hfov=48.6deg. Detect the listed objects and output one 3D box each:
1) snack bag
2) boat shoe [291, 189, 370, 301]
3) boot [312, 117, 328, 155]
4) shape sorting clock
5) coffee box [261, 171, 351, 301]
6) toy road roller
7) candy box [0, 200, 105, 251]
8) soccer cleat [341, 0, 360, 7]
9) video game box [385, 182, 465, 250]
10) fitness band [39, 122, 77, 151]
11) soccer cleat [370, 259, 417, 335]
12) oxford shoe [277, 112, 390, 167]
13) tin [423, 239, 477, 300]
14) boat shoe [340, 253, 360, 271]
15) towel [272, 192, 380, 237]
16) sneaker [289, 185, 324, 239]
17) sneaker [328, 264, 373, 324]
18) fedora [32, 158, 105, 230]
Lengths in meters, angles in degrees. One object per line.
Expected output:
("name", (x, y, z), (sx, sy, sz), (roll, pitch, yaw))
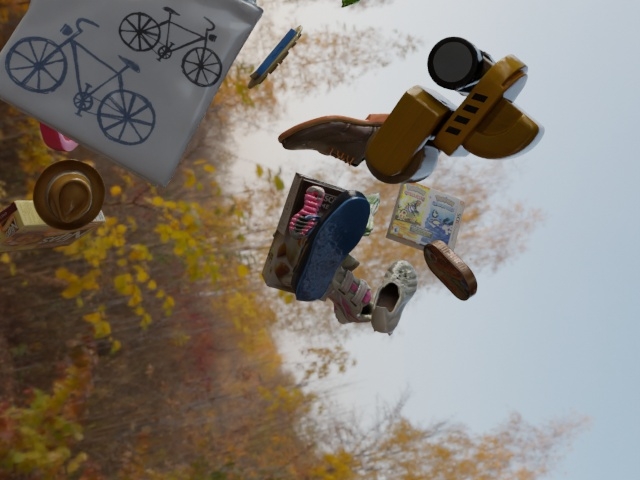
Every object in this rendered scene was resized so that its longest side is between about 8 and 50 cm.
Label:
("snack bag", (-0.305, -0.304, 1.109), (0.343, 0.323, 0.037), (-62, -173, -3))
("boat shoe", (0.000, 0.000, 1.330), (0.258, 0.109, 0.089), (-55, -145, 28))
("boot", (0.023, -0.309, 2.191), (0.152, 0.197, 0.073), (-21, -122, 59))
("shape sorting clock", (-0.114, -0.463, 1.799), (0.040, 0.206, 0.206), (40, 1, -14))
("coffee box", (-0.023, -0.008, 1.561), (0.098, 0.141, 0.247), (-130, -123, -71))
("toy road roller", (0.268, -0.207, 1.345), (0.240, 0.329, 0.202), (43, 21, 14))
("candy box", (-0.830, -0.047, 2.134), (0.316, 0.182, 0.088), (-9, 73, -63))
("soccer cleat", (0.028, -0.603, 1.603), (0.179, 0.072, 0.060), (55, -16, 15))
("video game box", (0.315, -0.064, 2.106), (0.048, 0.205, 0.187), (129, -21, -69))
("fitness band", (-0.577, -0.330, 1.653), (0.291, 0.054, 0.209), (-81, -176, -57))
("soccer cleat", (0.141, 0.093, 1.331), (0.196, 0.068, 0.076), (-62, 157, -47))
("oxford shoe", (0.063, -0.276, 2.003), (0.130, 0.363, 0.133), (123, -40, -79))
("tin", (0.344, 0.078, 1.881), (0.190, 0.040, 0.106), (50, -29, 31))
("boat shoe", (0.058, 0.094, 1.875), (0.056, 0.048, 0.153), (-52, 171, -47))
("towel", (0.031, -0.063, 1.879), (0.325, 0.247, 0.038), (-61, 146, -69))
("sneaker", (-0.024, -0.048, 1.419), (0.119, 0.047, 0.057), (-62, 168, -20))
("sneaker", (0.069, 0.122, 1.782), (0.252, 0.111, 0.103), (53, 50, -42))
("fedora", (-0.647, -0.110, 1.837), (0.079, 0.194, 0.194), (-142, -141, -59))
